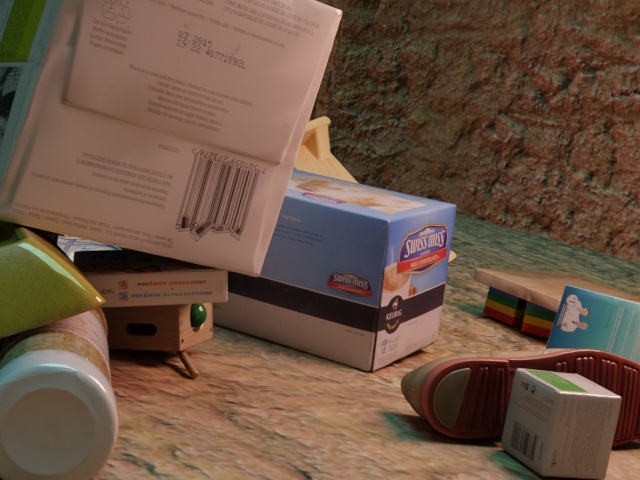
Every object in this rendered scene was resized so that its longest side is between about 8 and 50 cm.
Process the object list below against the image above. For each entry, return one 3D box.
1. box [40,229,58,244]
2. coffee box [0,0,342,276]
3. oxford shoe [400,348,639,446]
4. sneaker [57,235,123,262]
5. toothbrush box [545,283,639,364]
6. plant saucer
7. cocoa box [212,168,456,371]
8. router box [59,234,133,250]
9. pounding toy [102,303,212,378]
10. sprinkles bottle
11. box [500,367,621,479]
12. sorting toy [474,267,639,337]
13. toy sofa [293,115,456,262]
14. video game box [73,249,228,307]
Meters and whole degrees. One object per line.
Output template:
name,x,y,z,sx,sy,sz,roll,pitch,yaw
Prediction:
box,-0.461,0.015,1.560,0.056,0.183,0.231,16,11,40
coffee box,-0.237,-0.180,1.436,0.337,0.338,0.334,15,4,-33
oxford shoe,0.268,0.184,1.470,0.348,0.123,0.130,8,2,-20
sneaker,-0.381,0.038,1.745,0.131,0.112,0.296,16,11,34
toothbrush box,0.489,0.171,1.616,0.295,0.126,0.216,14,-6,33
plant saucer,-0.418,0.052,1.232,0.332,0.081,0.332,-17,12,-16
cocoa box,-0.004,0.028,1.786,0.347,0.228,0.231,14,14,29
router box,-0.474,-0.027,2.189,0.308,0.081,0.243,2,11,-43
pounding toy,-0.202,0.117,1.535,0.141,0.100,0.130,1,5,17
sprinkles bottle,-0.269,0.134,1.177,0.121,0.121,0.355,8,8,-13
box,0.275,0.210,1.346,0.087,0.102,0.101,8,7,-21
sorting toy,0.453,0.128,2.157,0.257,0.090,0.255,5,10,-31
toy sofa,0.039,-0.023,2.023,0.362,0.177,0.150,48,36,10
video game box,-0.221,0.045,1.493,0.187,0.048,0.205,1,7,-11
